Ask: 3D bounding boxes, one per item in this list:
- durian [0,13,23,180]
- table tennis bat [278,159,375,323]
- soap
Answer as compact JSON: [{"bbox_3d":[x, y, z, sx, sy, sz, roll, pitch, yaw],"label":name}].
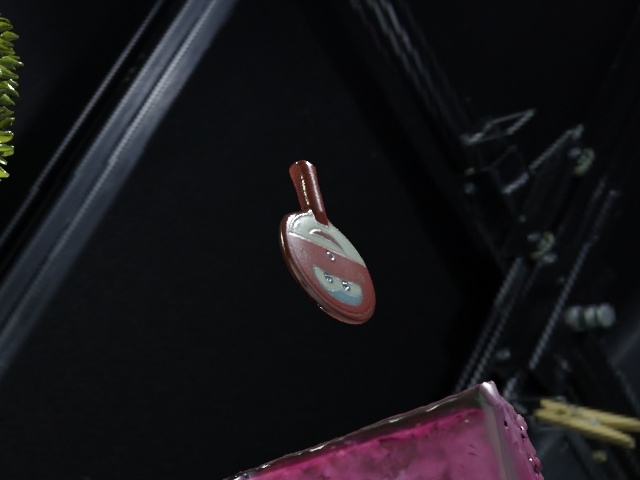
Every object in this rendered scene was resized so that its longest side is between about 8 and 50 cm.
[{"bbox_3d":[-0.366,-0.103,1.135,0.169,0.355,0.158,15,-122,-30],"label":"durian"},{"bbox_3d":[0.000,0.000,0.972,0.098,0.019,0.155,25,-143,-39],"label":"table tennis bat"},{"bbox_3d":[0.000,0.234,0.773,0.127,0.324,0.220,30,-139,-65],"label":"soap"}]
